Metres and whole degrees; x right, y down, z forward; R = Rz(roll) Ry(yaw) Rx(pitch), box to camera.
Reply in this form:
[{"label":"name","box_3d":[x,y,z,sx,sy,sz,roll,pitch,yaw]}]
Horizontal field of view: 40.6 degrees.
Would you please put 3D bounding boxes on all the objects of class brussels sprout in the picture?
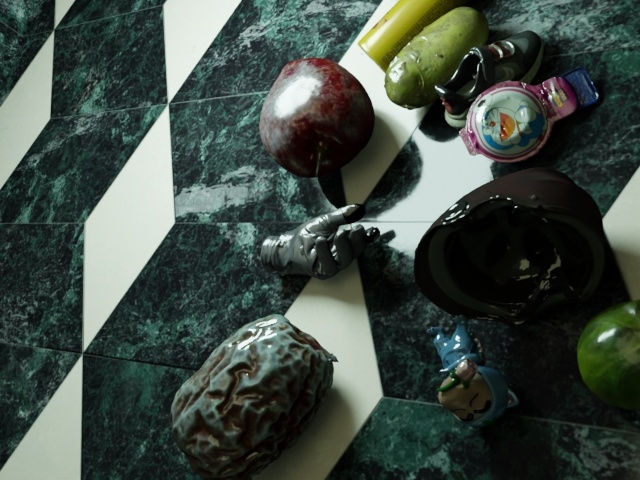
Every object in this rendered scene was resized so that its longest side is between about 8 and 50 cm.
[{"label":"brussels sprout","box_3d":[0.455,0.157,1.215,0.180,0.144,0.161,-32,13,26]}]

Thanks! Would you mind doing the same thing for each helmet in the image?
[{"label":"helmet","box_3d":[0.304,-0.007,1.372,0.305,0.225,0.177,-13,33,34]}]

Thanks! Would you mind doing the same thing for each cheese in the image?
[{"label":"cheese","box_3d":[0.365,-0.224,1.525,0.244,0.062,0.155,-25,72,11]}]

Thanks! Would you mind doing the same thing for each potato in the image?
[{"label":"potato","box_3d":[0.229,-0.352,1.675,0.251,0.113,0.149,-41,34,-4]}]

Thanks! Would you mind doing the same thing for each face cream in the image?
[{"label":"face cream","box_3d":[0.232,-0.487,1.747,0.348,0.105,0.105,-44,48,10]}]

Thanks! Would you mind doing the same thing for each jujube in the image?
[{"label":"jujube","box_3d":[-0.121,0.281,1.540,0.317,0.226,0.226,-44,48,2]}]

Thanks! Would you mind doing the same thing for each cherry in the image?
[{"label":"cherry","box_3d":[-0.010,-0.253,1.739,0.230,0.203,0.300,-35,49,23]}]

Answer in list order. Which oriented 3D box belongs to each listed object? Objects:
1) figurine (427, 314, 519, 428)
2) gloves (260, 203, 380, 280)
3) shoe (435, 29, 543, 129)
[{"label":"figurine","box_3d":[0.219,0.207,1.349,0.114,0.144,0.178,-34,62,26]},{"label":"gloves","box_3d":[0.003,0.004,1.656,0.285,0.119,0.142,-13,58,48]},{"label":"shoe","box_3d":[0.306,-0.308,1.591,0.227,0.112,0.099,-46,47,10]}]
